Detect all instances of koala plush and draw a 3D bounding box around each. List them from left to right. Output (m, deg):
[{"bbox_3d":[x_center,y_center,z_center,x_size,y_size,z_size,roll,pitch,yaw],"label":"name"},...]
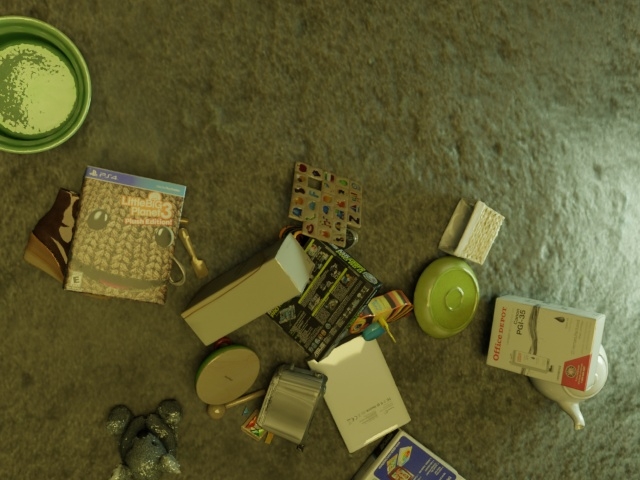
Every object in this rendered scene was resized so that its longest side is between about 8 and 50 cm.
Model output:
[{"bbox_3d":[-0.438,0.542,1.723,0.196,0.221,0.203,-5,99,-13],"label":"koala plush"}]

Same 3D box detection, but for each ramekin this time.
[{"bbox_3d":[-0.685,-0.354,1.578,0.304,0.148,0.303,-2,98,-14],"label":"ramekin"}]

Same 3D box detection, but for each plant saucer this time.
[{"bbox_3d":[0.369,0.165,1.929,0.241,0.037,0.240,-4,97,-32],"label":"plant saucer"}]

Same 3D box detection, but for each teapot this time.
[{"bbox_3d":[0.753,0.373,2.011,0.253,0.187,0.256,-39,104,-6],"label":"teapot"}]

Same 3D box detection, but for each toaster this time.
[{"bbox_3d":[-0.080,0.445,1.837,0.147,0.129,0.226,20,102,2],"label":"toaster"}]

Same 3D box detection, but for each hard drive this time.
[{"bbox_3d":[0.110,0.426,1.935,0.203,0.040,0.307,-26,103,-9],"label":"hard drive"}]

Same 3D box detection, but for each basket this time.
[{"bbox_3d":[0.426,-0.024,1.914,0.103,0.113,0.167,24,92,-18],"label":"basket"}]

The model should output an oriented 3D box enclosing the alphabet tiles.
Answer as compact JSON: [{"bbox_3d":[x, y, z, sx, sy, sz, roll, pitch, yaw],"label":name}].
[{"bbox_3d":[0.016,-0.092,1.776,0.198,0.009,0.237,18,50,-15],"label":"alphabet tiles"}]

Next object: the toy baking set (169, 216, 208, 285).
[{"bbox_3d":[-0.416,0.019,1.760,0.257,0.030,0.196,4,99,-14],"label":"toy baking set"}]

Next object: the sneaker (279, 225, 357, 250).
[{"bbox_3d":[0.000,0.000,1.829,0.215,0.083,0.084,-3,97,-15],"label":"sneaker"}]

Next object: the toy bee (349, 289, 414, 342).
[{"bbox_3d":[0.129,0.210,1.831,0.195,0.162,0.298,37,63,20],"label":"toy bee"}]

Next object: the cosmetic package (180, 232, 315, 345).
[{"bbox_3d":[-0.180,0.123,1.696,0.310,0.160,0.113,-32,103,22],"label":"cosmetic package"}]

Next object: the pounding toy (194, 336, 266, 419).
[{"bbox_3d":[-0.261,0.349,1.817,0.183,0.110,0.236,-27,133,-20],"label":"pounding toy"}]

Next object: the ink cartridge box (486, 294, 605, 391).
[{"bbox_3d":[0.630,0.283,1.915,0.117,0.283,0.207,-1,100,-56],"label":"ink cartridge box"}]

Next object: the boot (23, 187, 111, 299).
[{"bbox_3d":[-0.584,0.012,1.682,0.249,0.090,0.206,32,91,-12],"label":"boot"}]

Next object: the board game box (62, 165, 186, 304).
[{"bbox_3d":[-0.469,-0.007,1.625,0.232,0.141,0.290,10,84,-21],"label":"board game box"}]

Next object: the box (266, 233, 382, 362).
[{"bbox_3d":[-0.001,0.146,1.759,0.216,0.060,0.270,41,113,16],"label":"box"}]

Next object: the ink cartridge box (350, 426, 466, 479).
[{"bbox_3d":[0.244,0.749,2.002,0.307,0.072,0.303,40,86,-17],"label":"ink cartridge box"}]

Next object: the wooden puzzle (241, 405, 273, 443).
[{"bbox_3d":[-0.173,0.515,1.892,0.116,0.014,0.078,32,89,-15],"label":"wooden puzzle"}]
